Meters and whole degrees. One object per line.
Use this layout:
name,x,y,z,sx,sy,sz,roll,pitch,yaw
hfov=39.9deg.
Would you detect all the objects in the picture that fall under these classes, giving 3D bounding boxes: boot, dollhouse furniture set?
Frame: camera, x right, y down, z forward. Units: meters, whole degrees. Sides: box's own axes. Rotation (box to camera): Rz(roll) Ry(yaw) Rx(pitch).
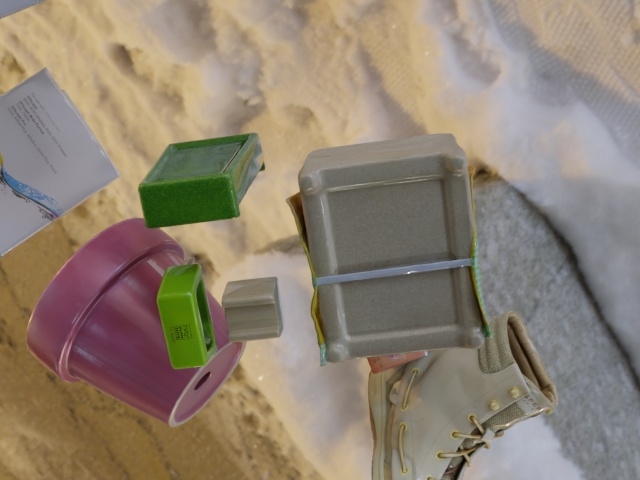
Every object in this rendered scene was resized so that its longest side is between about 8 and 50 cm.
boot,0.159,0.219,0.947,0.204,0.261,0.095,-29,136,29
dollhouse furniture set,0.000,0.000,0.851,0.302,0.151,0.197,-6,109,6

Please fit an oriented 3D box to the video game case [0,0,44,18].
video game case,-0.244,-0.329,0.939,0.329,0.300,0.036,-16,124,14

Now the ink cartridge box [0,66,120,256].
ink cartridge box,-0.404,-0.091,1.160,0.168,0.233,0.171,56,171,-12

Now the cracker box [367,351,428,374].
cracker box,0.077,0.058,1.040,0.067,0.232,0.155,-22,87,10

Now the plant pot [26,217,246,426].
plant pot,-0.191,0.104,0.991,0.180,0.201,0.201,36,135,13
